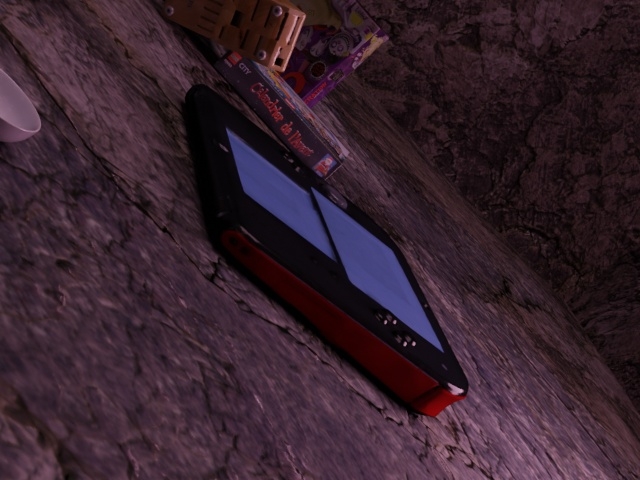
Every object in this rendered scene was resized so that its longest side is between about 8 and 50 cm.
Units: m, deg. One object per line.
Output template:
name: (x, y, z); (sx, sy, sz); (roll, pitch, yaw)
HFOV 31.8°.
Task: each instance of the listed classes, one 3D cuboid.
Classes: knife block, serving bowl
knife block: (-0.108, -0.338, 1.652); (0.276, 0.088, 0.242); (28, 18, 19)
serving bowl: (-0.229, -0.095, 0.758); (0.083, 0.027, 0.083); (46, 12, -13)

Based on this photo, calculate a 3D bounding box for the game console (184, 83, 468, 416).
game console: (0.000, 0.000, 1.217); (0.342, 0.060, 0.386); (43, 12, -27)

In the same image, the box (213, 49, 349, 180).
box: (-0.054, -0.195, 1.693); (0.233, 0.044, 0.159); (47, 12, -4)

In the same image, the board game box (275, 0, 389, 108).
board game box: (-0.059, -0.395, 1.930); (0.346, 0.208, 0.056); (53, 15, 27)
